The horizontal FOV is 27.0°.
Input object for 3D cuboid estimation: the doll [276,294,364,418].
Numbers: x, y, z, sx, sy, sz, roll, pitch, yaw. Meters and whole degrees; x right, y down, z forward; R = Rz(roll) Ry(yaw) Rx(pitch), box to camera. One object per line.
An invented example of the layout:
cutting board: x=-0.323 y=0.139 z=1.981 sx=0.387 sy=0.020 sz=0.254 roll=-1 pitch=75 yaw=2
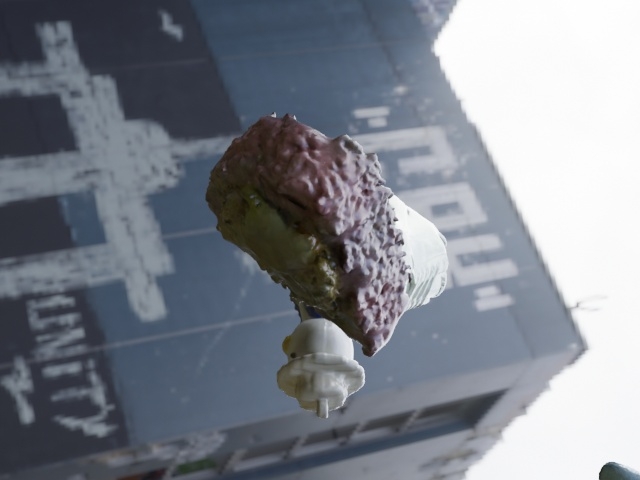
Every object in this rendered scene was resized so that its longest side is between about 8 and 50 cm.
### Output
doll: x=0.000 y=0.109 z=1.792 sx=0.138 sy=0.119 sz=0.293 roll=116 pitch=-22 yaw=-51

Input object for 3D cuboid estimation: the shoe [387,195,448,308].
shoe: x=0.096 y=0.032 z=1.473 sx=0.095 sy=0.110 sz=0.265 roll=-55 pitch=-168 yaw=24

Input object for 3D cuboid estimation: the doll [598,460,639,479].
doll: x=0.345 y=0.268 z=1.257 sx=0.179 sy=0.075 sz=0.120 roll=29 pitch=-67 yaw=24

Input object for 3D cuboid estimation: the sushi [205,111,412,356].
sushi: x=-0.015 y=-0.007 z=1.247 sx=0.161 sy=0.107 sz=0.241 roll=21 pitch=-33 yaw=37
